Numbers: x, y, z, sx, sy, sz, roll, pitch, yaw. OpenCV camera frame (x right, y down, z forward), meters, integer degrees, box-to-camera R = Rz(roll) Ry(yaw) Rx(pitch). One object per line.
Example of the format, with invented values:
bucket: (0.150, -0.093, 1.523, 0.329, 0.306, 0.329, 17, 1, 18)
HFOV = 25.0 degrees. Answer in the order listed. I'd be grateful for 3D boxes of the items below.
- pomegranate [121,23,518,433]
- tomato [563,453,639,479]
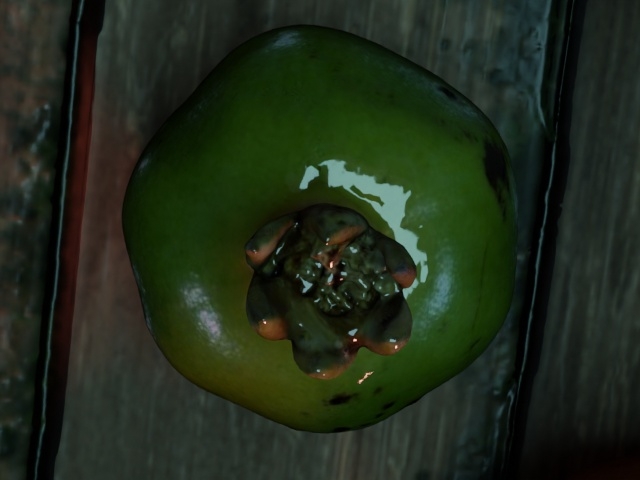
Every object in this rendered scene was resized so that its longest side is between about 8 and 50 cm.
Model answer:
pomegranate: (0.001, 0.001, 0.630, 0.187, 0.225, 0.187, 0, 99, 1)
tomato: (0.216, 0.258, 0.690, 0.341, 0.273, 0.341, -4, 112, -11)
